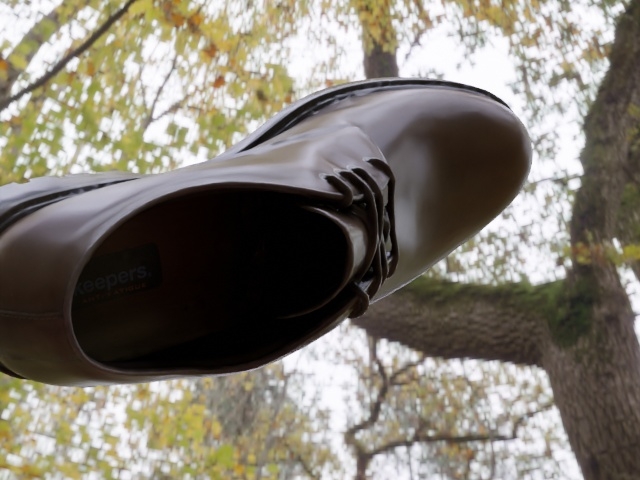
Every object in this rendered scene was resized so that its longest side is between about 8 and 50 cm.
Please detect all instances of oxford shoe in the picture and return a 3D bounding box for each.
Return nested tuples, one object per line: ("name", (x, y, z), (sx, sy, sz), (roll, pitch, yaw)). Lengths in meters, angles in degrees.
("oxford shoe", (0.000, 0.000, 0.379), (0.227, 0.096, 0.083), (-23, -70, -33))
